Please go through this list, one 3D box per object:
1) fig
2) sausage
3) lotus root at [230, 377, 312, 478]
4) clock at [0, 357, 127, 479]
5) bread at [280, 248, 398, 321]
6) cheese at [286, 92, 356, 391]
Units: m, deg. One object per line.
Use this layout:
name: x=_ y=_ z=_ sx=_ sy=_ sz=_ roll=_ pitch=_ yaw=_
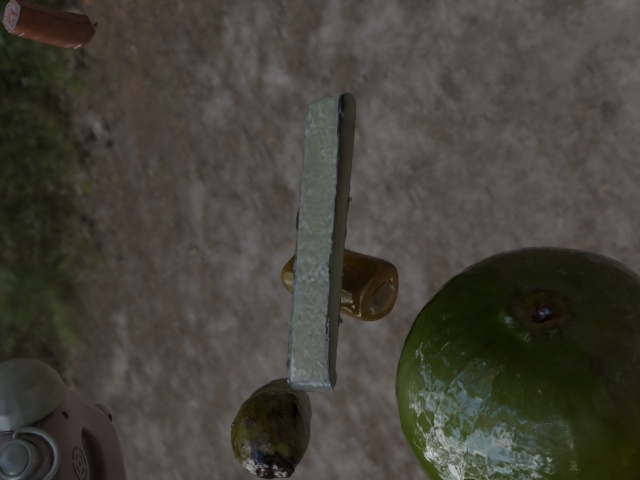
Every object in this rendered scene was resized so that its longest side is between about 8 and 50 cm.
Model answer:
fig: x=0.224 y=0.172 z=1.325 sx=0.316 sy=0.316 sz=0.316 roll=44 pitch=149 yaw=34
sausage: x=-0.461 y=-0.372 z=2.222 sx=0.065 sy=0.169 sz=0.065 roll=-11 pitch=76 yaw=47
lotus root: x=-0.066 y=0.244 z=1.730 sx=0.258 sy=0.110 sz=0.097 roll=-89 pitch=-24 yaw=-80
clock: x=-0.430 y=0.375 z=2.037 sx=0.326 sy=0.184 sz=0.342 roll=59 pitch=-167 yaw=-67
bread: x=0.031 y=0.060 z=1.813 sx=0.074 sy=0.092 sz=0.239 roll=50 pitch=165 yaw=-25
cheese: x=0.001 y=0.001 z=1.702 sx=0.085 sy=0.034 sz=0.400 roll=-9 pitch=72 yaw=47
